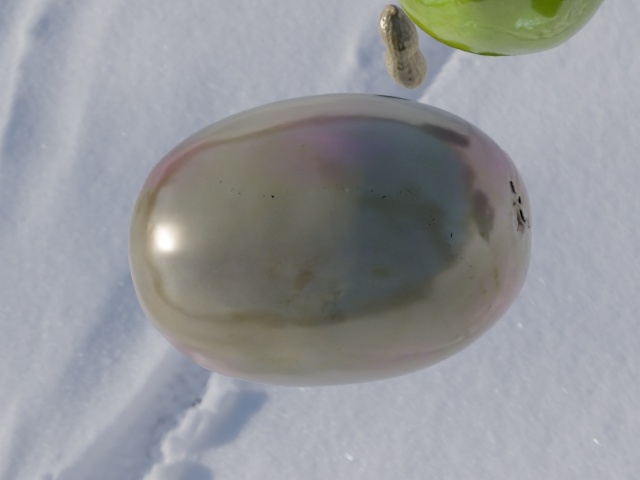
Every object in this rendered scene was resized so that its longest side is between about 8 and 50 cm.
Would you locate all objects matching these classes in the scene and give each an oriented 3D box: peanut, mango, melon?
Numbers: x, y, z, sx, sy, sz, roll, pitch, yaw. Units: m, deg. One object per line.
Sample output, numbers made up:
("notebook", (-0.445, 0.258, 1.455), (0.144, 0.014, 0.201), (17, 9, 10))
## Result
("peanut", (0.073, -0.169, 1.121), (0.037, 0.083, 0.037), (-9, 34, 6))
("mango", (0.081, -0.155, 0.535), (0.089, 0.117, 0.163), (-1, 69, 48))
("melon", (0.000, 0.000, 0.969), (0.317, 0.223, 0.223), (-7, 65, 25))
